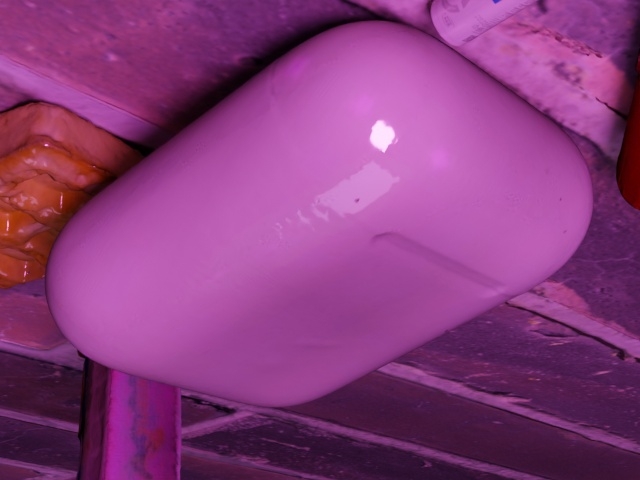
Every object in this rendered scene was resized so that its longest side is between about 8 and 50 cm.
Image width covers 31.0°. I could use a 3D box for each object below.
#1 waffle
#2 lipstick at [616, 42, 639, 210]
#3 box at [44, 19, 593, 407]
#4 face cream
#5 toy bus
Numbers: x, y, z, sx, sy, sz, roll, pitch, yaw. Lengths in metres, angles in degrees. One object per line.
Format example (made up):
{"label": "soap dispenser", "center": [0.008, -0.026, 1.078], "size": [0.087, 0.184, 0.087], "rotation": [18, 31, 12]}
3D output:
{"label": "waffle", "center": [-0.252, -0.025, 0.917], "size": [0.274, 0.057, 0.168], "rotation": [-16, 152, 30]}
{"label": "lipstick", "center": [0.238, -0.104, 0.741], "size": [0.073, 0.073, 0.279], "rotation": [-3, 155, 5]}
{"label": "box", "center": [0.000, -0.001, 0.823], "size": [0.349, 0.141, 0.289], "rotation": [-32, 144, 29]}
{"label": "face cream", "center": [0.120, -0.154, 0.664], "size": [0.034, 0.034, 0.130], "rotation": [18, 151, -36]}
{"label": "toy bus", "center": [-0.164, 0.129, 1.017], "size": [0.090, 0.274, 0.112], "rotation": [10, 141, -19]}
